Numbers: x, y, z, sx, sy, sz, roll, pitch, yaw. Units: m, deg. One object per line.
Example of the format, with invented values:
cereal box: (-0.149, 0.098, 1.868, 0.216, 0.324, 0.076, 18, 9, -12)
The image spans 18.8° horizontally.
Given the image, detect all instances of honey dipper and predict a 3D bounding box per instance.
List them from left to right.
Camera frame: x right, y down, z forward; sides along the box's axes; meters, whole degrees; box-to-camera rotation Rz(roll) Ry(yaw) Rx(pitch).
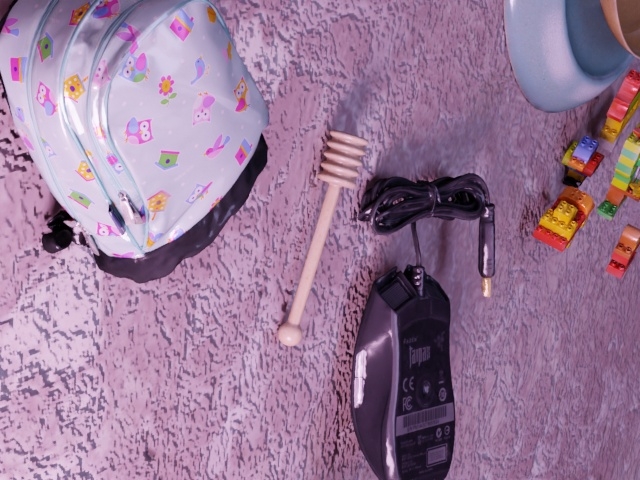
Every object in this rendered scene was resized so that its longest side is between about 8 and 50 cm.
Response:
honey dipper: (0.000, 0.000, 1.408, 0.030, 0.030, 0.161, 12, 94, -61)

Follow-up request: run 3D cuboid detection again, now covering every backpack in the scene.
backpack: (-0.104, -0.079, 1.100, 0.152, 0.115, 0.182, -56, 143, -27)

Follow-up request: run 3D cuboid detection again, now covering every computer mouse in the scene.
computer mouse: (0.080, 0.070, 1.557, 0.184, 0.060, 0.262, -16, 105, -53)

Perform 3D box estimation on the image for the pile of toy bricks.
pile of toy bricks: (0.285, -0.073, 1.773, 0.212, 0.118, 0.105, -51, 163, -38)

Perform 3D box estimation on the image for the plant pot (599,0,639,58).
plant pot: (0.296, -0.279, 1.715, 0.236, 0.032, 0.236, -36, 133, -50)

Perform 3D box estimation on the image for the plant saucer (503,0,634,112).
plant saucer: (0.252, -0.266, 1.721, 0.317, 0.043, 0.318, -35, 132, -51)
